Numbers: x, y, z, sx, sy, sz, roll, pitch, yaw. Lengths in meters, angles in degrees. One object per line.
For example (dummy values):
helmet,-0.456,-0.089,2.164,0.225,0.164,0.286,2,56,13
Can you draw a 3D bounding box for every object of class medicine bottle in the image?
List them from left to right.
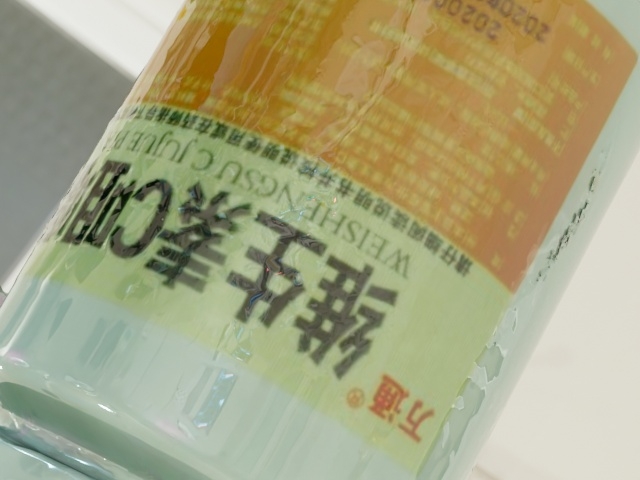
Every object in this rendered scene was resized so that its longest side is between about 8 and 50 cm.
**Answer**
medicine bottle,0.000,0.000,0.608,0.158,0.318,0.158,28,166,7

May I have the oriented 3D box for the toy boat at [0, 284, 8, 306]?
toy boat,-0.241,0.178,1.479,0.092,0.298,0.134,0,-170,-14
